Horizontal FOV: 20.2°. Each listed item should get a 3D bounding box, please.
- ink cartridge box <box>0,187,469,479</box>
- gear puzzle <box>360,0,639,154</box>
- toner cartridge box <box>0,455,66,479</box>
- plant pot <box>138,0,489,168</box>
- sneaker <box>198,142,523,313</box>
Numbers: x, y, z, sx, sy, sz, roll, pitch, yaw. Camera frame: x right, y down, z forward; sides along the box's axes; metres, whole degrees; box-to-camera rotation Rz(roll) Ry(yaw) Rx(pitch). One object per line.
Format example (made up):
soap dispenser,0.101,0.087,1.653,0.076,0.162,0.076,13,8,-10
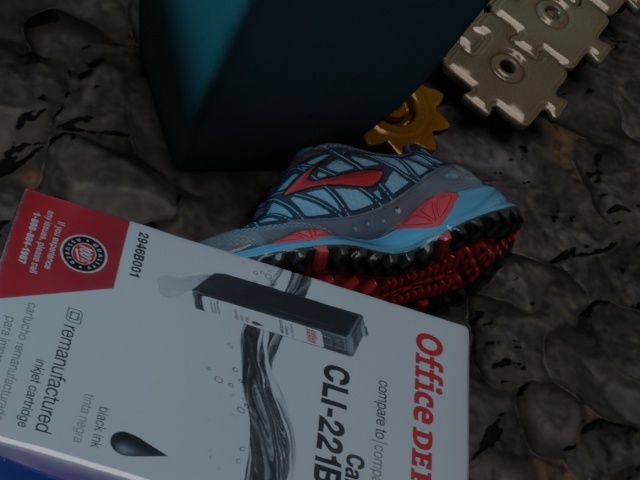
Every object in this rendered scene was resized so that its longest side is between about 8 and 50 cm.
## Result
ink cartridge box,-0.060,0.108,0.968,0.272,0.114,0.197,18,37,-9
gear puzzle,0.118,-0.156,1.351,0.175,0.044,0.339,38,50,3
toner cartridge box,-0.025,0.225,0.844,0.347,0.165,0.075,22,50,-9
plant pot,-0.023,-0.157,1.143,0.165,0.234,0.166,-2,56,-28
sneaker,0.000,0.000,1.145,0.261,0.104,0.125,-12,46,-40
